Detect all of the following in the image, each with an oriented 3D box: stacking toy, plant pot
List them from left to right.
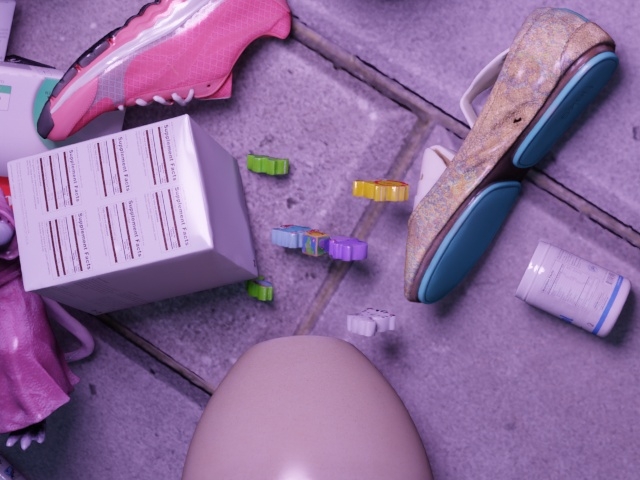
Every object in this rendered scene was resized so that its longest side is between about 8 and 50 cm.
[{"bbox_3d":[-0.018,0.216,1.322,0.284,0.284,0.190,-13,64,20],"label":"plant pot"},{"bbox_3d":[0.000,0.000,1.328,0.221,0.052,0.166,15,108,40],"label":"stacking toy"}]

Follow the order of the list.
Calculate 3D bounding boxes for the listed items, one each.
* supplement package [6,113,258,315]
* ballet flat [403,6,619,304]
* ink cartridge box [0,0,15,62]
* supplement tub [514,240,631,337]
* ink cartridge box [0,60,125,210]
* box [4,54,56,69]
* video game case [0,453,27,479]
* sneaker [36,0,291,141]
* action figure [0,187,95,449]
[{"bbox_3d":[-0.198,-0.021,1.292,0.203,0.194,0.149,-13,77,8],"label":"supplement package"},{"bbox_3d":[0.173,-0.092,1.248,0.123,0.123,0.348,36,112,6],"label":"ballet flat"},{"bbox_3d":[-0.457,-0.206,1.407,0.189,0.066,0.232,29,109,30],"label":"ink cartridge box"},{"bbox_3d":[0.270,0.052,1.268,0.107,0.071,0.071,25,110,11],"label":"supplement tub"},{"bbox_3d":[-0.334,-0.089,1.375,0.181,0.056,0.224,5,109,-28],"label":"ink cartridge box"},{"bbox_3d":[-0.360,-0.173,1.415,0.062,0.052,0.083,19,109,13],"label":"box"},{"bbox_3d":[-0.470,0.458,1.629,0.300,0.036,0.329,44,113,2],"label":"video game case"},{"bbox_3d":[-0.164,-0.188,1.286,0.314,0.116,0.136,-38,105,1],"label":"sneaker"},{"bbox_3d":[-0.367,0.033,1.319,0.248,0.276,0.370,-4,110,27],"label":"action figure"}]
